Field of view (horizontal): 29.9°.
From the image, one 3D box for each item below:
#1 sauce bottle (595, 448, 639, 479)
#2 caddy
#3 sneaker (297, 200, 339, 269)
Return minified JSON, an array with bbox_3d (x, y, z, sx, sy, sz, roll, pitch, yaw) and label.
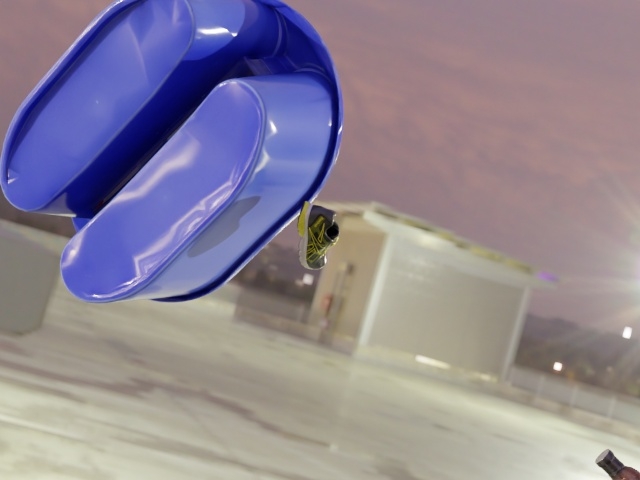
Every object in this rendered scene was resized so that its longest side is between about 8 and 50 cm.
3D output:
[{"bbox_3d":[0.408,0.322,1.546,0.128,0.042,0.042,46,-2,3],"label":"sauce bottle"},{"bbox_3d":[-0.137,-0.088,1.146,0.241,0.341,0.179,54,24,15],"label":"caddy"},{"bbox_3d":[0.000,0.000,1.076,0.035,0.031,0.083,11,-35,15],"label":"sneaker"}]
